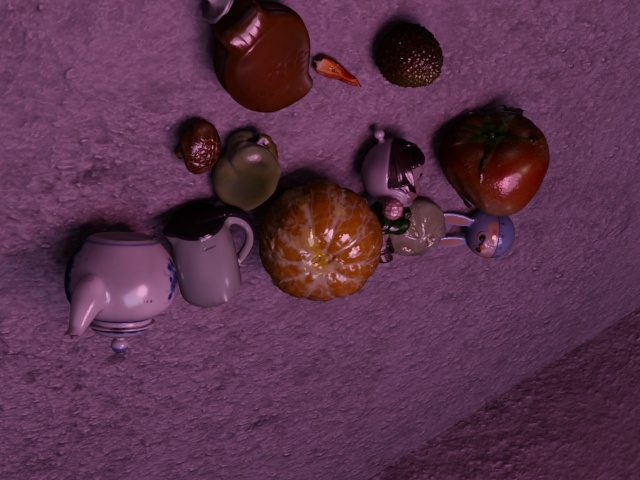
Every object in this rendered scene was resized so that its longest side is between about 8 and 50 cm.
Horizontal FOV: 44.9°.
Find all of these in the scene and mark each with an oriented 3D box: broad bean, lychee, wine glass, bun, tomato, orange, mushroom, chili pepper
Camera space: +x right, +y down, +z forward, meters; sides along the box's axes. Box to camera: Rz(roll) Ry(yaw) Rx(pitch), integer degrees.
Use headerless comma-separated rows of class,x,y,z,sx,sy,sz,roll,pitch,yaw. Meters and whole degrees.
broad bean,-0.173,-0.167,1.878,0.169,0.100,0.228,8,134,-31
lychee,0.220,-0.435,1.851,0.171,0.171,0.171,-20,136,-20
wine glass,-0.264,-0.497,1.496,0.182,0.122,0.122,13,119,-49
bun,0.288,-0.027,2.314,0.195,0.118,0.196,-19,138,-17
tomato,0.479,-0.209,2.152,0.303,0.303,0.239,-27,137,-12
orange,0.000,0.000,2.005,0.329,0.249,0.329,-2,126,-3
mushroom,-0.274,-0.210,1.764,0.109,0.085,0.126,-30,145,-10
chili pepper,0.042,-0.404,1.856,0.178,0.027,0.045,15,121,-43

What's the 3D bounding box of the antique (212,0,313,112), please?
antique,-0.123,-0.397,1.656,0.223,0.129,0.278,-46,144,6

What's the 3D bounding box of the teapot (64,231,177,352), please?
teapot,-0.460,0.124,1.794,0.424,0.252,0.280,-24,119,-72

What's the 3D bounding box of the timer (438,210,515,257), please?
timer,0.494,-0.014,2.441,0.255,0.175,0.175,-11,133,-26

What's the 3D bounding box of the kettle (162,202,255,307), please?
kettle,-0.264,0.018,1.925,0.221,0.161,0.237,-19,133,-14

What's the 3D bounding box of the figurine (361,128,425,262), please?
figurine,0.186,-0.120,2.092,0.167,0.281,0.370,11,121,9
